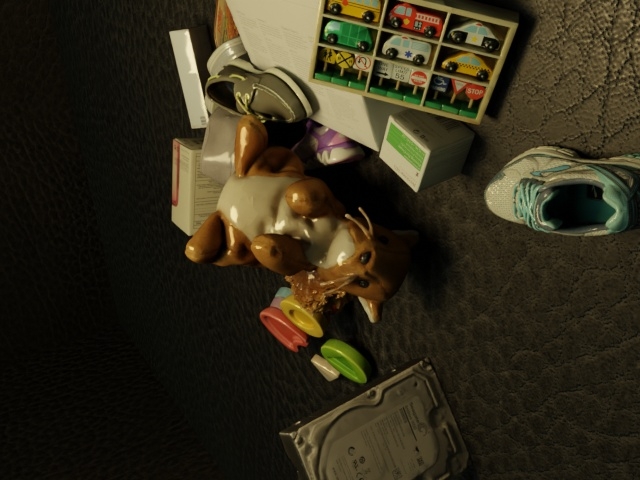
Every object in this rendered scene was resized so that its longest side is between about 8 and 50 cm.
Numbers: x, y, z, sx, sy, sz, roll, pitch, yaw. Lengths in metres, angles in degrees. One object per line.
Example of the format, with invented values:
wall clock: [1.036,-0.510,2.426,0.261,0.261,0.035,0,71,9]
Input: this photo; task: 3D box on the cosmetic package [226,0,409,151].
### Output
cosmetic package: [-0.018,-0.346,1.189,0.377,0.097,0.284,36,158,45]

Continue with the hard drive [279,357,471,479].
hard drive: [0.115,0.397,1.294,0.064,0.338,0.237,-25,87,59]

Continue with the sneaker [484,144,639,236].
sneaker: [0.304,-0.061,0.880,0.283,0.122,0.110,3,111,59]

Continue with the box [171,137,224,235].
box: [-0.302,-0.147,1.797,0.127,0.148,0.232,33,123,49]

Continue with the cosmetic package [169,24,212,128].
cosmetic package: [-0.306,-0.411,1.708,0.060,0.099,0.239,-1,112,23]

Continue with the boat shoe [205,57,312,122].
boat shoe: [-0.124,-0.273,1.300,0.305,0.091,0.109,33,155,50]

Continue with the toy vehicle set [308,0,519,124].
toy vehicle set: [0.123,-0.271,0.963,0.266,0.035,0.166,15,136,4]

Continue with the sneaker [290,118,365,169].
sneaker: [-0.004,-0.196,1.364,0.236,0.095,0.105,-5,98,56]

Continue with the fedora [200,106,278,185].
fedora: [-0.182,-0.204,1.470,0.124,0.275,0.244,15,145,4]

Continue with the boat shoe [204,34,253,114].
boat shoe: [-0.193,-0.355,1.556,0.103,0.118,0.320,57,154,8]

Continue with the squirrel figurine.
squirrel figurine: [0.000,0.000,1.307,0.370,0.281,0.397,21,170,14]

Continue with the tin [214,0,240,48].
tin: [-0.201,-0.494,1.549,0.106,0.040,0.190,50,147,23]

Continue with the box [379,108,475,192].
box: [0.167,-0.151,1.077,0.101,0.102,0.087,49,148,30]

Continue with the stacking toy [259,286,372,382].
stacking toy: [0.013,0.204,1.636,0.279,0.130,0.309,44,156,-10]
